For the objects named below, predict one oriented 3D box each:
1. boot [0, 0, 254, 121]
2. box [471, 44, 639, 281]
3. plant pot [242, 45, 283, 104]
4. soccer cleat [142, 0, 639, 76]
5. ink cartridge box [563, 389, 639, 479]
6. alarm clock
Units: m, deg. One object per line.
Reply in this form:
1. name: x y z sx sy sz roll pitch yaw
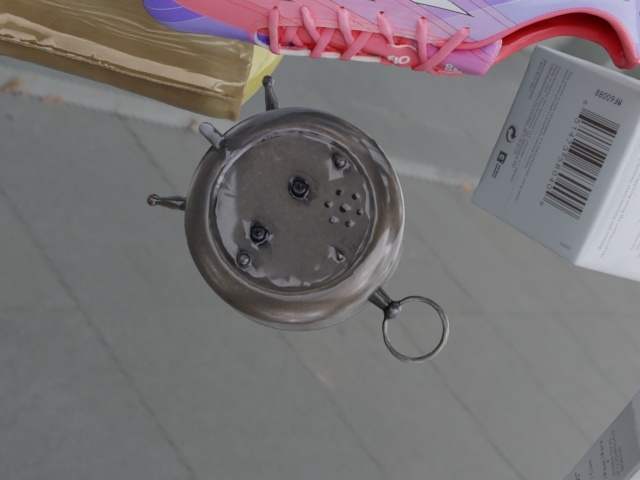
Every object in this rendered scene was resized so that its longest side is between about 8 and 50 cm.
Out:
1. boot: -0.182 -0.188 0.998 0.270 0.089 0.236 10 43 -7
2. box: 0.159 -0.041 0.741 0.087 0.101 0.102 13 15 -34
3. plant pot: -0.085 -0.208 1.333 0.134 0.095 0.134 52 -15 21
4. soccer cleat: 0.036 -0.116 0.644 0.083 0.248 0.095 49 34 -84
5. ink cartridge box: 0.323 0.236 1.021 0.296 0.261 0.066 15 43 -13
6. alarm clock: 0.000 0.000 0.785 0.192 0.129 0.064 42 -4 5
